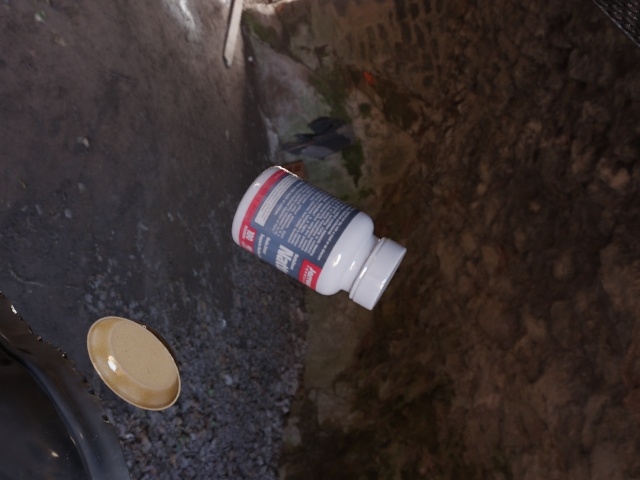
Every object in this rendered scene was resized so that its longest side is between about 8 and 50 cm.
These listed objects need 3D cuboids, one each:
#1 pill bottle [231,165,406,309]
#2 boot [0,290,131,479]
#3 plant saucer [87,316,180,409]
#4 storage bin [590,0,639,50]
[{"bbox_3d":[0.000,0.000,0.557,0.107,0.180,0.108,-56,167,-19],"label":"pill bottle"},{"bbox_3d":[-0.414,0.208,0.332,0.445,0.367,0.146,-21,118,-44],"label":"boot"},{"bbox_3d":[-0.137,0.090,0.364,0.015,0.084,0.083,-47,125,-58],"label":"plant saucer"},{"bbox_3d":[0.291,-0.180,0.327,0.180,0.122,0.084,25,15,-25],"label":"storage bin"}]
